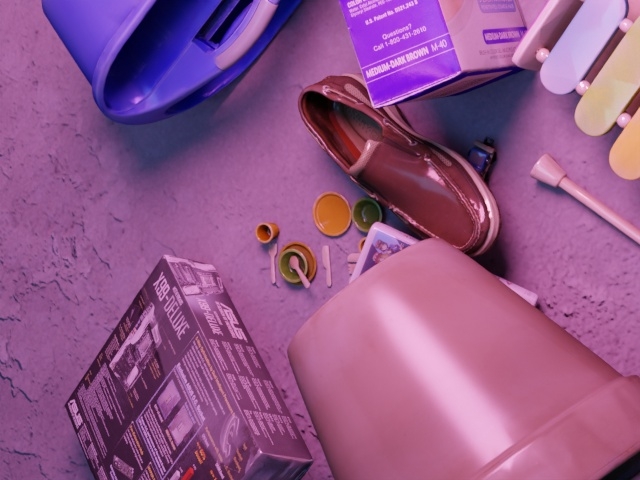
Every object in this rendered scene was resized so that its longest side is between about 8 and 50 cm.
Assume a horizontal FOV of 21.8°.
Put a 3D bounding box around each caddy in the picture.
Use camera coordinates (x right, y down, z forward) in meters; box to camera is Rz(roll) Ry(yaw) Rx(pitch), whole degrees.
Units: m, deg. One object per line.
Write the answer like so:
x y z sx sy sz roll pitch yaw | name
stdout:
-0.119 -0.263 1.679 0.179 0.241 0.341 51 119 19 | caddy

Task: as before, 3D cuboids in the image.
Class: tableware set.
0.000 0.000 1.776 0.154 0.024 0.104 1 98 31 | tableware set

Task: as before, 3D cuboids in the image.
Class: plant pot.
0.125 0.160 1.559 0.323 0.323 0.280 -43 74 28 | plant pot

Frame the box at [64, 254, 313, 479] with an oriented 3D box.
-0.152 0.205 1.791 0.242 0.076 0.307 -55 43 24 | box

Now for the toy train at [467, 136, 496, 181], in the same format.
0.141 -0.032 1.681 0.027 0.036 0.158 29 111 24 | toy train

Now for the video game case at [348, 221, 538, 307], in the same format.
0.103 0.105 1.704 0.183 0.023 0.201 25 114 9 | video game case

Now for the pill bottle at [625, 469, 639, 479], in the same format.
0.340 0.408 1.539 0.204 0.204 0.361 -41 77 29 | pill bottle

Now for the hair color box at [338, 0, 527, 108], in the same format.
0.080 -0.307 1.586 0.110 0.185 0.339 -21 88 31 | hair color box

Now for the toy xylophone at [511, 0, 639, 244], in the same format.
0.320 -0.098 1.540 0.322 0.081 0.236 34 114 22 | toy xylophone

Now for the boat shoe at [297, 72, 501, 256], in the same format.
0.068 -0.071 1.654 0.257 0.095 0.095 44 120 31 | boat shoe
